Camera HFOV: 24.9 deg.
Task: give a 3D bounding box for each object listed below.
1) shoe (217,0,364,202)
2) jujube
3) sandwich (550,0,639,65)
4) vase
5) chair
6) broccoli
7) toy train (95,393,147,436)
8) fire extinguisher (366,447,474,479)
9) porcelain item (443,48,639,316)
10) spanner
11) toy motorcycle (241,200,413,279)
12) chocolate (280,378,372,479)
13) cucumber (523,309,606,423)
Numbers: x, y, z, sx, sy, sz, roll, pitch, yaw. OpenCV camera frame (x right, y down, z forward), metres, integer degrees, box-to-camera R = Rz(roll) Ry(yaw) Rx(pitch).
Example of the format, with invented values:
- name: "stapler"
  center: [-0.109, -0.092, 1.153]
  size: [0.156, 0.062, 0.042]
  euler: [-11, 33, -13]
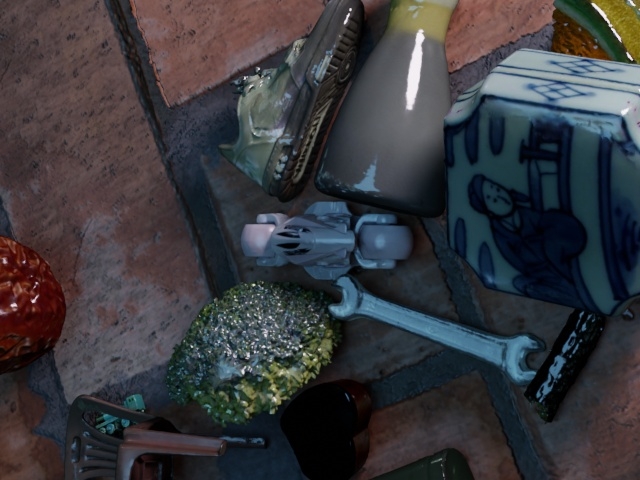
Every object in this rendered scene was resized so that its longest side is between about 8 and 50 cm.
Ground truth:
- name: "shoe"
  center: [-0.052, -0.209, 1.953]
  size: [0.149, 0.109, 0.293]
  euler: [26, 106, 19]
- name: "jujube"
  center: [-0.491, 0.089, 2.110]
  size: [0.213, 0.232, 0.213]
  euler: [-3, 83, 28]
- name: "sandwich"
  center: [0.345, -0.222, 1.764]
  size: [0.185, 0.109, 0.160]
  euler: [55, 135, 17]
- name: "vase"
  center: [0.109, -0.200, 1.850]
  size: [0.173, 0.173, 0.321]
  euler: [14, 90, 27]
- name: "chair"
  center: [-0.252, 0.320, 1.992]
  size: [0.326, 0.183, 0.176]
  euler: [5, 93, 20]
- name: "broccoli"
  center: [-0.087, 0.146, 1.942]
  size: [0.198, 0.226, 0.176]
  euler: [42, 129, 45]
- name: "toy train"
  center: [-0.294, 0.260, 2.121]
  size: [0.092, 0.029, 0.045]
  euler: [-27, 70, 26]
- name: "fire extinguisher"
  center: [0.052, 0.371, 1.897]
  size: [0.311, 0.114, 0.095]
  euler: [-25, 112, 26]
- name: "porcelain item"
  center: [0.290, -0.066, 1.696]
  size: [0.286, 0.157, 0.281]
  euler: [14, 124, 26]
- name: "spanner"
  center: [0.148, 0.116, 1.875]
  size: [0.302, 0.017, 0.071]
  euler: [18, 96, 15]
- name: "toy motorcycle"
  center: [0.000, 0.000, 1.927]
  size: [0.254, 0.112, 0.112]
  euler: [1, 90, 28]
- name: "chocolate"
  center: [0.016, 0.255, 1.935]
  size: [0.125, 0.080, 0.149]
  euler: [5, 99, 39]
- name: "cucumber"
  center: [0.309, 0.143, 1.802]
  size: [0.053, 0.053, 0.181]
  euler: [33, 102, 24]
